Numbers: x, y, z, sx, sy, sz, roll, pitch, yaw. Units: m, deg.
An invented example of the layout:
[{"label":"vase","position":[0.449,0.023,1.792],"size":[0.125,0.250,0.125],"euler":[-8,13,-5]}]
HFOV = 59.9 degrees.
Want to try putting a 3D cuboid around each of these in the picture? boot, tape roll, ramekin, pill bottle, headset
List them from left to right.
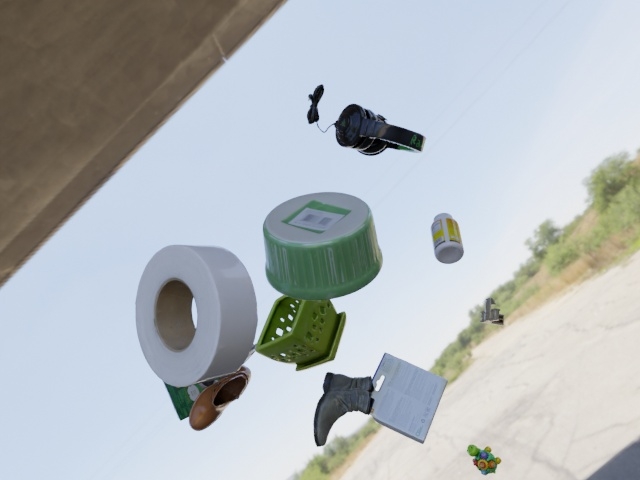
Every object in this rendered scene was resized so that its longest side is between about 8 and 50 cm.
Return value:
[{"label":"tape roll","position":[-0.260,0.148,1.135],"size":[0.100,0.286,0.286],"euler":[1,-44,-50]},{"label":"boot","position":[-0.235,0.364,1.265],"size":[0.197,0.073,0.152],"euler":[-51,3,-7]},{"label":"ramekin","position":[0.000,0.000,1.384],"size":[0.303,0.303,0.148],"euler":[-30,-53,-31]},{"label":"boot","position":[0.075,0.510,1.685],"size":[0.083,0.161,0.246],"euler":[75,-155,-46]},{"label":"headset","position":[0.133,-0.360,1.686],"size":[0.243,0.394,0.185],"euler":[1,-76,-64]},{"label":"pill bottle","position":[0.510,-0.014,2.251],"size":[0.215,0.117,0.117],"euler":[-86,22,-48]}]

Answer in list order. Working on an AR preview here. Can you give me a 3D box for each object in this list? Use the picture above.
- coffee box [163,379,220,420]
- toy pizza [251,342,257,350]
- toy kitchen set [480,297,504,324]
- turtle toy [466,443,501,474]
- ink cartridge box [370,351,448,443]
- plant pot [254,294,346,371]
[{"label":"coffee box","position":[-0.296,0.366,1.420],"size":[0.184,0.113,0.040],"euler":[-24,5,-23]},{"label":"toy pizza","position":[-0.325,0.480,2.246],"size":[0.201,0.032,0.201],"euler":[-45,-8,-8]},{"label":"toy kitchen set","position":[0.534,0.213,1.672],"size":[0.075,0.068,0.083],"euler":[10,-16,-12]},{"label":"turtle toy","position":[0.602,0.815,2.069],"size":[0.066,0.130,0.095],"euler":[1,-50,-56]},{"label":"ink cartridge box","position":[0.263,0.497,1.767],"size":[0.223,0.224,0.045],"euler":[-57,-18,-31]},{"label":"plant pot","position":[-0.053,0.306,1.871],"size":[0.228,0.207,0.227],"euler":[-30,29,44]}]
